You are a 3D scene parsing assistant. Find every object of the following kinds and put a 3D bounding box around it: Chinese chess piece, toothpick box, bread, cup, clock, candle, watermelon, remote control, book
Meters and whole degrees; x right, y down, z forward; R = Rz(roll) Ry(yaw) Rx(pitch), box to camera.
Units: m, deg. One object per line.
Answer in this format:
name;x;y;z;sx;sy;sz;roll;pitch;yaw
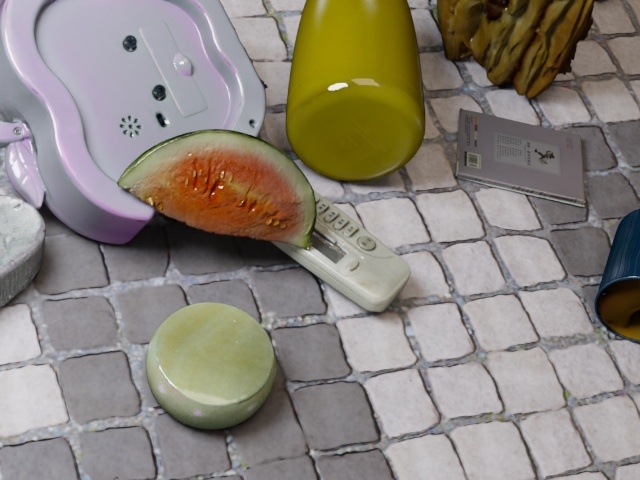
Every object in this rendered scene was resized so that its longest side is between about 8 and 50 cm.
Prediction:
Chinese chess piece;-0.120;0.137;1.445;0.144;0.058;0.144;7;52;-9
toothpick box;0.046;-0.226;1.704;0.175;0.175;0.271;10;49;-9
bread;0.257;-0.411;1.836;0.191;0.314;0.370;-1;58;-7
cup;0.418;0.053;1.657;0.113;0.150;0.138;0;42;27
clock;-0.235;-0.175;1.548;0.338;0.102;0.338;9;70;-25
candle;-0.400;0.023;1.441;0.192;0.068;0.168;3;54;-10
watermelon;-0.103;-0.064;1.498;0.245;0.063;0.119;19;85;-26
remote control;0.000;-0.001;1.592;0.230;0.049;0.090;38;53;13
book;0.271;-0.114;1.787;0.182;0.014;0.127;12;51;-7

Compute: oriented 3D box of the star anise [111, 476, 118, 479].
star anise;-0.233;0.325;1.262;0.195;0.065;0.182;-5;60;-26
